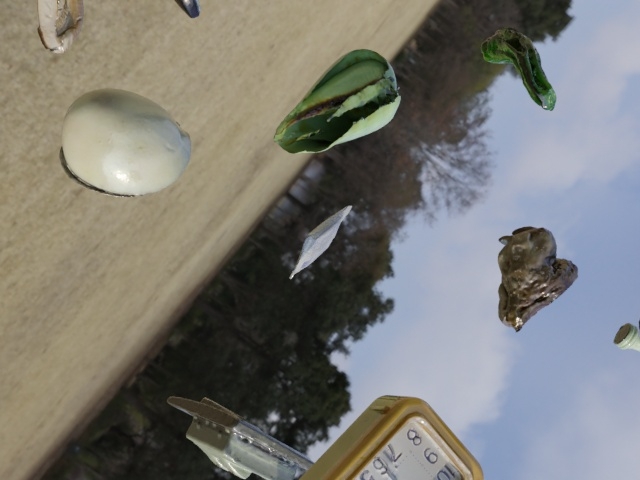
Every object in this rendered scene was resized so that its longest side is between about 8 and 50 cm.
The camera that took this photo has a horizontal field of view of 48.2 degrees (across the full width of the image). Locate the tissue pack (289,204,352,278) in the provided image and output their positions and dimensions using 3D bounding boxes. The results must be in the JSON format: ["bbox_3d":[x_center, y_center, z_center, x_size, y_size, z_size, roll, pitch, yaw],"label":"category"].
[{"bbox_3d":[0.000,0.000,1.602,0.193,0.026,0.122,-41,161,-50],"label":"tissue pack"}]

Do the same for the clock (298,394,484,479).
[{"bbox_3d":[0.064,0.278,0.775,0.202,0.143,0.096,-43,-177,-20],"label":"clock"}]

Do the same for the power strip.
[{"bbox_3d":[-0.136,0.371,1.276,0.257,0.251,0.092,0,-128,54],"label":"power strip"}]

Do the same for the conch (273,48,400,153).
[{"bbox_3d":[0.046,-0.223,1.178,0.250,0.143,0.137,-51,168,-51],"label":"conch"}]

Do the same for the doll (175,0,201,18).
[{"bbox_3d":[-0.152,-0.300,0.654,0.067,0.091,0.219,-31,160,-7],"label":"doll"}]

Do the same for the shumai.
[{"bbox_3d":[0.458,0.075,1.633,0.218,0.185,0.184,-39,168,-4],"label":"shumai"}]

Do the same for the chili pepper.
[{"bbox_3d":[0.297,-0.265,1.060,0.182,0.050,0.073,-110,-163,-46],"label":"chili pepper"}]

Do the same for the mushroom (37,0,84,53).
[{"bbox_3d":[-0.539,-0.500,1.497,0.094,0.072,0.209,-24,124,-60],"label":"mushroom"}]

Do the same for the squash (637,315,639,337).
[{"bbox_3d":[0.406,0.123,0.808,0.083,0.083,0.250,-50,174,25],"label":"squash"}]

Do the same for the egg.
[{"bbox_3d":[-0.428,-0.238,1.587,0.174,0.287,0.264,113,-21,-50],"label":"egg"}]

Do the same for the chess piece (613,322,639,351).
[{"bbox_3d":[0.707,0.240,1.532,0.059,0.149,0.059,-56,180,0],"label":"chess piece"}]
